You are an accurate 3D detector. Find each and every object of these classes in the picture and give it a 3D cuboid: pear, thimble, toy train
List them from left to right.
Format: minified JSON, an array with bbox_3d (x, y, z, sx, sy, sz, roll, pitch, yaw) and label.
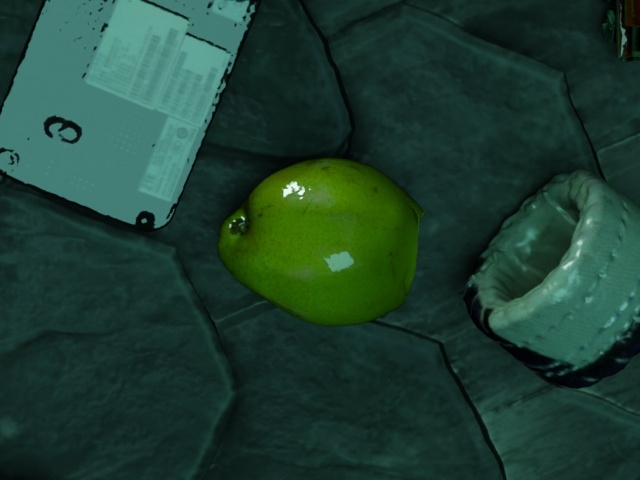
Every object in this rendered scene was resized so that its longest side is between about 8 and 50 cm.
[{"bbox_3d":[0.000,0.000,1.320,0.220,0.187,0.187,12,105,-2],"label":"pear"},{"bbox_3d":[0.280,0.036,1.335,0.150,0.237,0.237,37,100,-17],"label":"thimble"},{"bbox_3d":[0.343,-0.276,1.298,0.074,0.118,0.176,-4,104,-1],"label":"toy train"}]

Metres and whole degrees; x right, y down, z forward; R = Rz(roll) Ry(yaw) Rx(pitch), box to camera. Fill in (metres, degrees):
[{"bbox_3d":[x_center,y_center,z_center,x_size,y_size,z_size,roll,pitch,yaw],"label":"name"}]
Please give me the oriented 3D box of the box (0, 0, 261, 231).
[{"bbox_3d":[-0.196,-0.200,1.276,0.211,0.058,0.350,21,94,-11],"label":"box"}]
